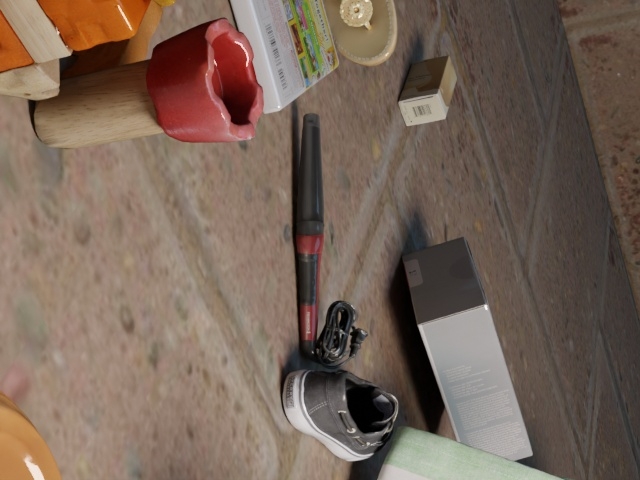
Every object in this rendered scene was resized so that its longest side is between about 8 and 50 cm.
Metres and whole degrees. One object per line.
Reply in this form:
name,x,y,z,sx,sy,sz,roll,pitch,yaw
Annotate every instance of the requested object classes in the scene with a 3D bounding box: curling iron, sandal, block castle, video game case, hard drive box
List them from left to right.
block castle,-0.153,-0.300,0.824,0.303,0.213,0.453,-78,151,-42
video game case,-0.048,-0.267,1.322,0.206,0.026,0.227,-49,125,-63
curling iron,0.000,0.000,1.310,0.068,0.035,0.274,1,73,-30
sandal,0.019,-0.311,1.429,0.079,0.088,0.240,31,42,-55
hard drive box,0.185,0.142,1.587,0.181,0.089,0.232,-95,167,-64

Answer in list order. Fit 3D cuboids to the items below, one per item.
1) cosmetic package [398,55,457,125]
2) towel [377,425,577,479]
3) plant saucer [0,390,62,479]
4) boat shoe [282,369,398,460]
cosmetic package,0.149,-0.208,1.742,0.115,0.060,0.041,-71,145,-52
towel,0.143,0.348,1.233,0.038,0.248,0.325,91,19,-50
plant saucer,-0.206,0.176,0.739,0.200,0.037,0.200,-9,90,-69
boat shoe,0.040,0.175,1.295,0.228,0.076,0.080,42,44,-57
